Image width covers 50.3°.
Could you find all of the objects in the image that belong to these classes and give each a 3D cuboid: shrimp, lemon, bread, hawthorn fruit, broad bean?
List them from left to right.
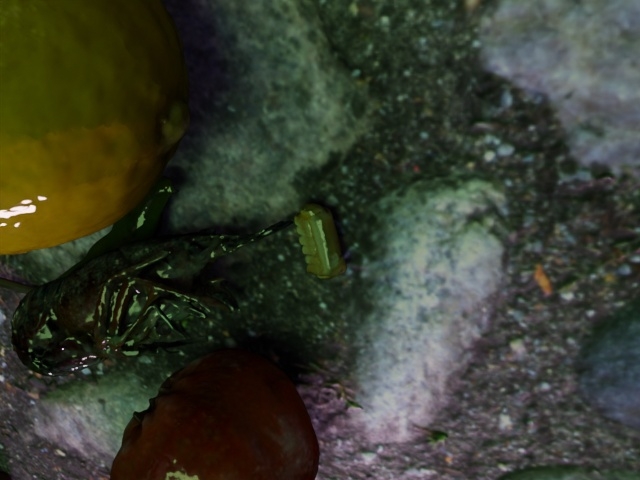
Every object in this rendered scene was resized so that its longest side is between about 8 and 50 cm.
[{"bbox_3d":[-0.288,-0.144,0.632,0.365,0.364,0.363,9,116,20],"label":"lemon"},{"bbox_3d":[-0.259,0.012,0.855,0.298,0.043,0.060,-37,86,33],"label":"broad bean"},{"bbox_3d":[-0.191,0.066,0.808,0.373,0.172,0.137,-14,87,10],"label":"shrimp"},{"bbox_3d":[-0.099,0.269,0.798,0.272,0.241,0.242,40,123,-10],"label":"hawthorn fruit"},{"bbox_3d":[0.000,0.000,0.740,0.049,0.034,0.087,-6,107,41],"label":"bread"}]

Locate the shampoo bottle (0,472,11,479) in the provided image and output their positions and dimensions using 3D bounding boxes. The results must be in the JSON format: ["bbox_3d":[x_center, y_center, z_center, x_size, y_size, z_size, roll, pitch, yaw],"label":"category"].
[{"bbox_3d":[-0.581,0.518,1.212,0.068,0.067,0.236,16,118,7],"label":"shampoo bottle"}]

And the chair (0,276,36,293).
[{"bbox_3d":[-0.527,0.008,0.899,0.272,0.166,0.188,15,118,17],"label":"chair"}]
